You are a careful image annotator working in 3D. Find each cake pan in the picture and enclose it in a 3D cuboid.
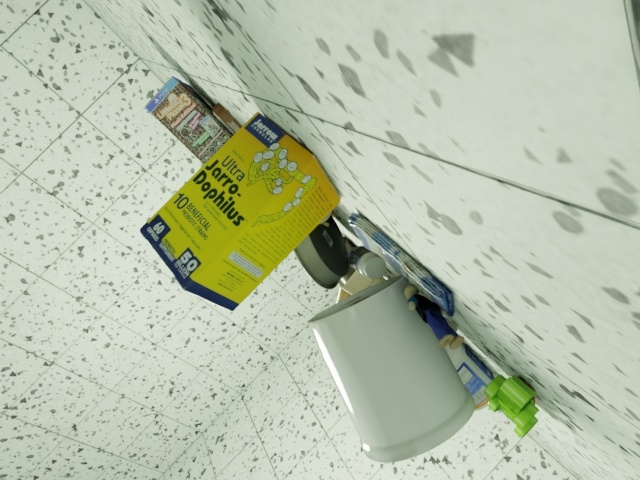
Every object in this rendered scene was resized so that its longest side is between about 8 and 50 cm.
[{"bbox_3d":[0.000,0.000,1.299,0.293,0.054,0.293,48,-152,-36],"label":"cake pan"}]

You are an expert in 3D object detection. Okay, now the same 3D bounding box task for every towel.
[{"bbox_3d":[0.184,0.059,0.995,0.285,0.034,0.209,43,178,27],"label":"towel"}]

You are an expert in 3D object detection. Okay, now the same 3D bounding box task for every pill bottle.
[{"bbox_3d":[0.139,0.065,1.293,0.078,0.078,0.137,45,177,-18],"label":"pill bottle"},{"bbox_3d":[0.429,0.408,1.410,0.272,0.152,0.152,45,177,-13],"label":"pill bottle"}]

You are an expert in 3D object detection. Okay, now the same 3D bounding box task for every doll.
[{"bbox_3d":[0.254,0.170,1.033,0.129,0.046,0.189,15,-153,-33],"label":"doll"}]

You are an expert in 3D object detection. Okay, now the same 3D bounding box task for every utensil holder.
[{"bbox_3d":[0.182,0.329,1.194,0.386,0.327,0.327,64,178,3],"label":"utensil holder"}]

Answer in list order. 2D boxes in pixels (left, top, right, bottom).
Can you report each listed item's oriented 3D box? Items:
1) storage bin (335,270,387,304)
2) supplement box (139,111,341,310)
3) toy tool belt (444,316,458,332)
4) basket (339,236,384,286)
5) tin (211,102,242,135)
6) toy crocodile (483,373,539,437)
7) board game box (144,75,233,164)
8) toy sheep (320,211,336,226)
[{"bbox_3d":[0.187,0.253,1.491,0.260,0.123,0.262,32,146,16],"label":"storage bin"},{"bbox_3d":[-0.163,-0.057,0.944,0.194,0.356,0.195,42,177,29],"label":"supplement box"},{"bbox_3d":[0.335,0.230,1.189,0.083,0.052,0.051,44,169,30],"label":"toy tool belt"},{"bbox_3d":[0.114,0.108,1.650,0.227,0.154,0.204,49,178,-21],"label":"basket"},{"bbox_3d":[-0.275,-0.363,1.417,0.190,0.040,0.106,45,173,-14],"label":"tin"},{"bbox_3d":[0.495,0.405,1.103,0.115,0.105,0.340,43,172,38],"label":"toy crocodile"},{"bbox_3d":[-0.431,-0.408,1.552,0.291,0.141,0.232,45,-173,-10],"label":"board game box"},{"bbox_3d":[-0.009,-0.082,1.181,0.091,0.091,0.132,42,171,35],"label":"toy sheep"}]
